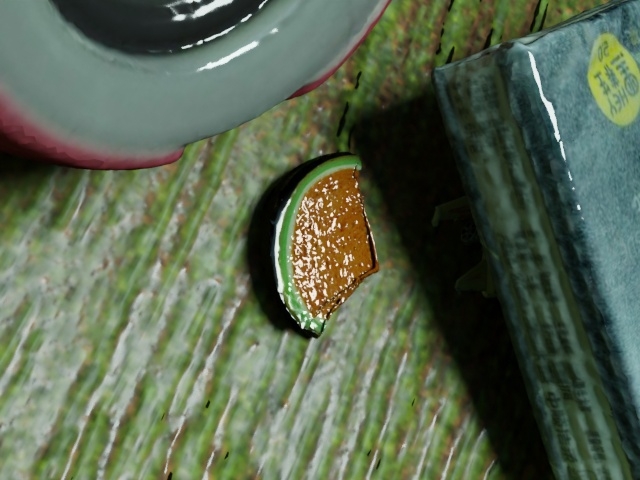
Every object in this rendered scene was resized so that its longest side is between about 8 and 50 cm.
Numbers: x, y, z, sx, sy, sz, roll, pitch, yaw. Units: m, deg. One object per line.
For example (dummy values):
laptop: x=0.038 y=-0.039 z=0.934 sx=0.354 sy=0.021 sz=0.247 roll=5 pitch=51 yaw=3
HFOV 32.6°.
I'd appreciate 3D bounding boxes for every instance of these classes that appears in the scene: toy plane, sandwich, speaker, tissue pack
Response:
toy plane: x=0.112 y=-0.011 z=0.654 sx=0.102 sy=0.040 sz=0.111 roll=27 pitch=65 yaw=-25
sandwich: x=-0.003 y=0.003 z=0.604 sx=0.069 sy=0.026 sz=0.101 roll=-7 pitch=84 yaw=-32
speaker: x=-0.092 y=-0.172 z=0.458 sx=0.294 sy=0.294 sz=0.294 roll=7 pitch=75 yaw=-25
tissue pack: x=0.174 y=-0.003 z=0.627 sx=0.185 sy=0.081 sz=0.257 roll=-27 pitch=101 yaw=-41
